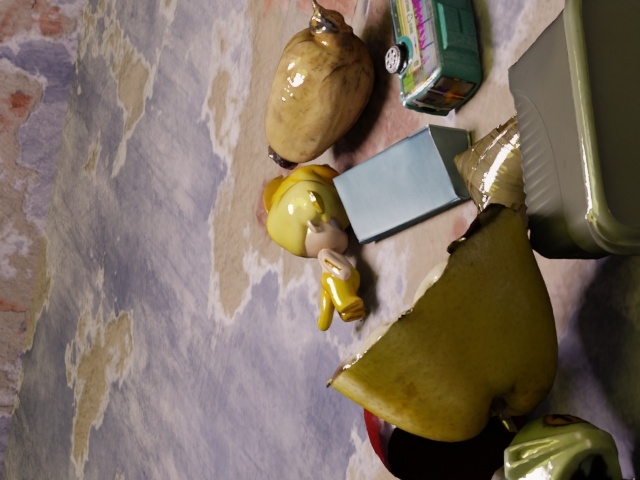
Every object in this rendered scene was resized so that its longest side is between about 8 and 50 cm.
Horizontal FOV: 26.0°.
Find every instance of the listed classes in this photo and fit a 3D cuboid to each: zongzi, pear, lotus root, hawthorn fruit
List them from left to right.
[{"bbox_3d":[-0.001,-0.212,1.970,0.154,0.140,0.257,-65,-1,-53],"label":"lotus root"},{"bbox_3d":[0.133,0.188,1.595,0.251,0.190,0.189,-149,65,-81],"label":"hawthorn fruit"},{"bbox_3d":[0.153,0.108,1.406,0.178,0.267,0.267,44,141,4],"label":"pear"},{"bbox_3d":[0.213,-0.112,1.587,0.160,0.078,0.176,-63,25,27],"label":"zongzi"}]

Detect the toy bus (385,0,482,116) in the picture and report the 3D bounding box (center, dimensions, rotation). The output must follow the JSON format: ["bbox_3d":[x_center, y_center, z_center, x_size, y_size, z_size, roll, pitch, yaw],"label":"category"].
[{"bbox_3d":[0.137,-0.292,1.756,0.109,0.091,0.261,-33,58,51],"label":"toy bus"}]

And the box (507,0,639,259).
[{"bbox_3d":[0.282,-0.100,1.383,0.178,0.138,0.274,137,132,-67],"label":"box"}]

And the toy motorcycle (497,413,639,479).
[{"bbox_3d":[0.218,0.336,1.388,0.410,0.169,0.237,118,147,-40],"label":"toy motorcycle"}]

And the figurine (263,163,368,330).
[{"bbox_3d":[0.000,0.000,1.969,0.156,0.131,0.246,69,180,-61],"label":"figurine"}]

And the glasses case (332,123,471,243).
[{"bbox_3d":[0.114,-0.074,1.822,0.266,0.056,0.105,-26,87,61],"label":"glasses case"}]
